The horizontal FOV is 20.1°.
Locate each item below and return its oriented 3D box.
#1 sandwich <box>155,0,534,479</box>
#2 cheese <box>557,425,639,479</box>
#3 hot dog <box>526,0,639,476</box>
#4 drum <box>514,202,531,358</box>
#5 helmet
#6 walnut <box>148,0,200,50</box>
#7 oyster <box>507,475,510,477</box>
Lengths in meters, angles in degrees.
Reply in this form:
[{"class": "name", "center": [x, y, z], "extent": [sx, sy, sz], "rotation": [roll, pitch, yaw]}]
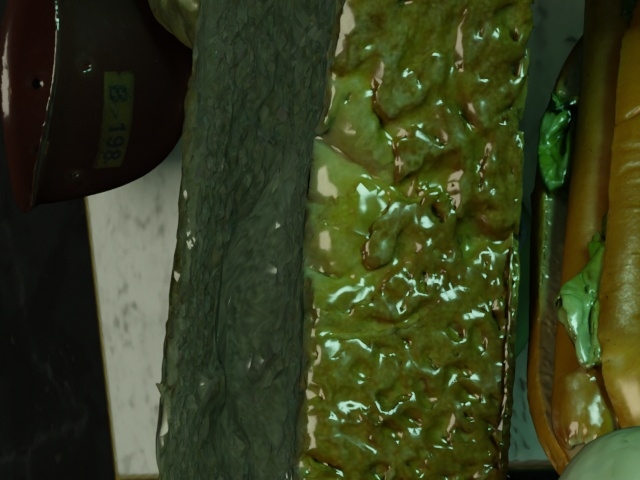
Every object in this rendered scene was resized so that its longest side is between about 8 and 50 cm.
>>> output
[{"class": "sandwich", "center": [0.000, 0.000, 0.801], "extent": [0.271, 0.099, 0.301], "rotation": [-175, 90, -68]}, {"class": "cheese", "center": [0.206, 0.215, 0.664], "extent": [0.351, 0.129, 0.328], "rotation": [28, 159, 4]}, {"class": "hot dog", "center": [0.123, -0.013, 0.736], "extent": [0.100, 0.068, 0.249], "rotation": [-39, 30, 45]}, {"class": "drum", "center": [0.047, -0.049, 0.911], "extent": [0.130, 0.049, 0.253], "rotation": [-21, 75, 50]}, {"class": "helmet", "center": [-0.127, -0.105, 1.055], "extent": [0.155, 0.106, 0.175], "rotation": [-133, 42, -62]}, {"class": "walnut", "center": [-0.055, -0.147, 0.997], "extent": [0.092, 0.092, 0.092], "rotation": [5, 97, 48]}, {"class": "oyster", "center": [0.052, 0.154, 0.922], "extent": [0.148, 0.051, 0.103], "rotation": [11, 94, 58]}]
